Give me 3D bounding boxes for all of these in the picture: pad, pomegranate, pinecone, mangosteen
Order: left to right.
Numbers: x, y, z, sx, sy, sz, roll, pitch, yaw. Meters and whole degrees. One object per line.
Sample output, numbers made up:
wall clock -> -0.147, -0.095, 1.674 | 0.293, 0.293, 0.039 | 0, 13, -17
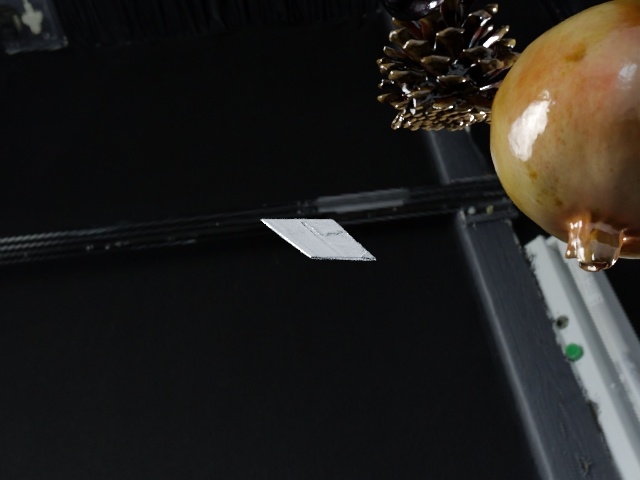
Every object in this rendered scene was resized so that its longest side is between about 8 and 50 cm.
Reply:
pad -> 0.000, 0.000, 1.344 | 0.156, 0.232, 0.004 | 1, -110, 27
mangosteen -> 0.169, -0.464, 1.196 | 0.137, 0.151, 0.137 | 7, -110, -19
pinecone -> 0.311, -0.443, 1.636 | 0.384, 0.384, 0.385 | -1, -131, 1
pomegranate -> 0.288, -0.089, 0.663 | 0.229, 0.252, 0.271 | -10, -123, 46
